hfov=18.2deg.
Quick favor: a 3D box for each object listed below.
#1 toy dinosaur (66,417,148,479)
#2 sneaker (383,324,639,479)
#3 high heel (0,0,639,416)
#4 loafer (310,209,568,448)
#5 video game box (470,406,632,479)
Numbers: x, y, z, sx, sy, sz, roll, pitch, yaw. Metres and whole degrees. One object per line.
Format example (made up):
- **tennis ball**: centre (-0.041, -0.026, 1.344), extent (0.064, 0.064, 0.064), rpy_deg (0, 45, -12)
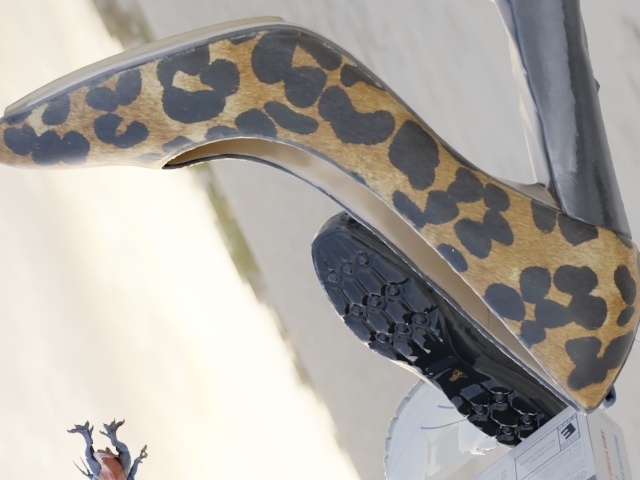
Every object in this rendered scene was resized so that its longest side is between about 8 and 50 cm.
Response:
- **toy dinosaur**: centre (-0.143, 0.158, 1.322), extent (0.090, 0.047, 0.082), rpy_deg (-84, -17, -68)
- **sneaker**: centre (0.162, 0.121, 1.633), extent (0.129, 0.297, 0.111), rpy_deg (45, -153, 11)
- **high heel**: centre (0.000, 0.000, 0.822), extent (0.093, 0.261, 0.186), rpy_deg (-127, 26, -88)
- **loafer**: centre (0.081, 0.050, 1.299), extent (0.223, 0.076, 0.078), rpy_deg (40, -139, -24)
- **video game box**: centre (0.112, 0.219, 1.244), extent (0.048, 0.205, 0.187), rpy_deg (41, -155, -20)
